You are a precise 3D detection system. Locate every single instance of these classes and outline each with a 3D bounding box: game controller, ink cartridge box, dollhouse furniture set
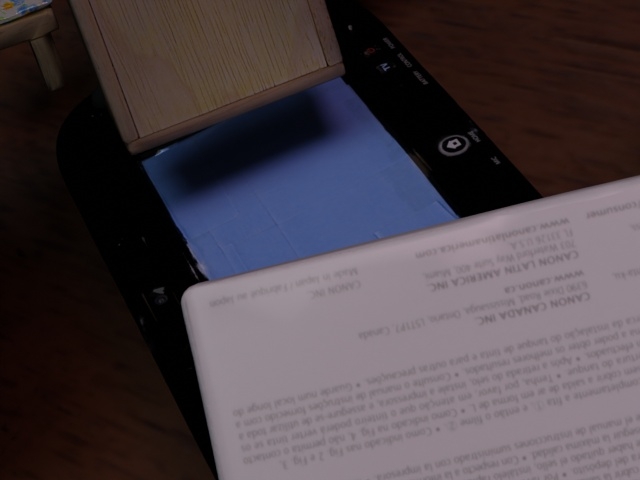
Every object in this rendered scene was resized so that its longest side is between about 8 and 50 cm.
[{"bbox_3d":[0.000,0.000,0.636,0.166,0.067,0.319,-34,44,-1],"label":"game controller"},{"bbox_3d":[0.072,0.105,0.453,0.189,0.066,0.232,-13,79,0],"label":"ink cartridge box"},{"bbox_3d":[-0.088,-0.166,0.696,0.212,0.161,0.242,-22,27,-8],"label":"dollhouse furniture set"}]
